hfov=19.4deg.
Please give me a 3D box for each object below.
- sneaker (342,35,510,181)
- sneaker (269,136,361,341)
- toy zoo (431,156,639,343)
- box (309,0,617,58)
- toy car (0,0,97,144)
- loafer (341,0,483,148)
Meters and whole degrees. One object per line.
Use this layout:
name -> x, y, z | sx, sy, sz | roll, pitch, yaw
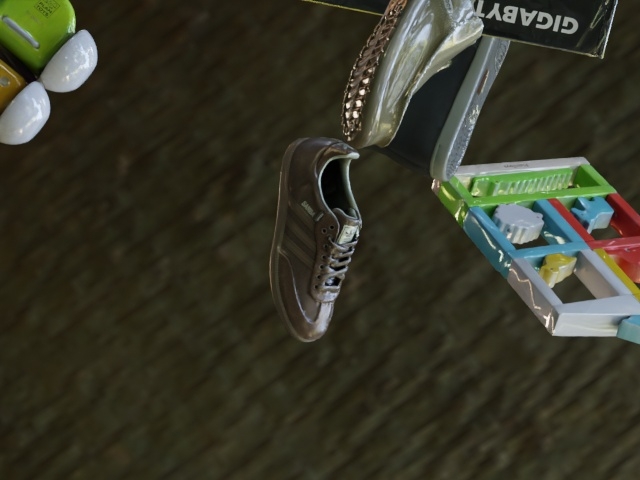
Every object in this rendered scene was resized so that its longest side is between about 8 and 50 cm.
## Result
sneaker -> 0.105, -0.176, 1.776 | 0.118, 0.222, 0.083 | 20, -12, 15
sneaker -> 0.000, 0.000, 1.706 | 0.066, 0.071, 0.188 | -4, 94, -47
toy zoo -> 0.263, 0.013, 1.892 | 0.293, 0.192, 0.030 | 53, -41, 43
box -> 0.098, -0.302, 1.498 | 0.322, 0.257, 0.079 | 11, 21, -2
toy car -> -0.334, -0.188, 1.982 | 0.159, 0.182, 0.136 | 40, -15, 0
loafer -> 0.057, -0.110, 0.997 | 0.050, 0.148, 0.056 | 27, -13, -13
